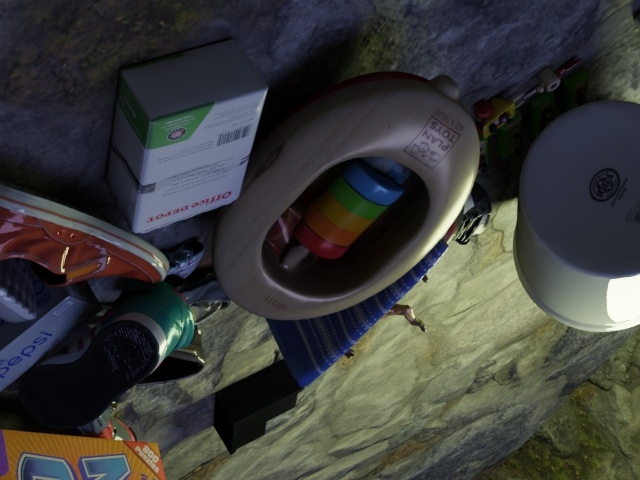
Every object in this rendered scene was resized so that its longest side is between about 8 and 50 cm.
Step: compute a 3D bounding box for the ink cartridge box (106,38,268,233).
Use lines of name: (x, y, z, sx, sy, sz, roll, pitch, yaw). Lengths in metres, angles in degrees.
ink cartridge box: (-0.170, -0.125, 1.576, 0.160, 0.092, 0.219, -20, 152, -28)

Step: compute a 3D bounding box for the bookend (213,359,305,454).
bookend: (-0.120, 0.322, 2.471, 0.157, 0.072, 0.156, -26, 155, -20)

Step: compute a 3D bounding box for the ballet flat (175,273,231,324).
ballet flat: (-0.210, 0.098, 1.923, 0.072, 0.068, 0.213, -15, 179, 38)

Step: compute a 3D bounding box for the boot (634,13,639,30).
boot: (0.589, -0.343, 2.137, 0.086, 0.069, 0.190, -36, 154, 11)

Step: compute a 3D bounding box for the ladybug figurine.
ladybug figurine: (0.029, -0.075, 1.769, 0.305, 0.162, 0.449, 30, 120, -32)

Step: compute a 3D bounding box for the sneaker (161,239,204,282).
sneaker: (-0.217, 0.043, 1.887, 0.098, 0.038, 0.069, -21, 152, -25)

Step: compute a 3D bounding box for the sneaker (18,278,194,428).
sneaker: (-0.280, 0.142, 1.758, 0.295, 0.124, 0.178, -30, -170, 36)

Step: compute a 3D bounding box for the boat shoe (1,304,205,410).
boat shoe: (-0.314, 0.175, 1.897, 0.355, 0.130, 0.132, -12, 148, -39)

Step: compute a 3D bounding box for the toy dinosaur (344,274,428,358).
toy dinosaur: (0.077, 0.105, 2.272, 0.200, 0.127, 0.296, -20, 147, -13)

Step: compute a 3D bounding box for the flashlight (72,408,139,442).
flashlight: (-0.365, 0.314, 2.108, 0.103, 0.103, 0.304, 3, 156, 1)

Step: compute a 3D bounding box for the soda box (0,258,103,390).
soda box: (-0.438, 0.132, 1.707, 0.286, 0.098, 0.091, -38, 156, 9)

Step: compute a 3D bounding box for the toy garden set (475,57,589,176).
toy garden set: (0.350, -0.205, 2.120, 0.244, 0.049, 0.204, -31, 155, -6)

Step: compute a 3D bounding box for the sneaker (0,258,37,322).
sneaker: (-0.453, 0.035, 1.536, 0.115, 0.105, 0.281, -29, 145, 16)

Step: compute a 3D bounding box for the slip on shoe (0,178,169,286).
slip on shoe: (-0.314, 0.008, 1.587, 0.331, 0.123, 0.101, 23, 89, -57)

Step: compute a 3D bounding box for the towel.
towel: (0.030, 0.034, 1.942, 0.040, 0.243, 0.336, 18, 125, -44)

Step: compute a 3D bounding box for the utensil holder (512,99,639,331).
utensil holder: (0.495, -0.038, 2.223, 0.327, 0.328, 0.385, -34, 162, -1)

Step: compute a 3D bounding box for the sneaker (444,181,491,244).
sneaker: (0.206, -0.045, 1.990, 0.098, 0.135, 0.276, -52, -172, 21)

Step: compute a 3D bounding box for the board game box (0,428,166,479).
board game box: (-0.457, 0.535, 1.974, 0.356, 0.356, 0.356, -37, 147, 31)
